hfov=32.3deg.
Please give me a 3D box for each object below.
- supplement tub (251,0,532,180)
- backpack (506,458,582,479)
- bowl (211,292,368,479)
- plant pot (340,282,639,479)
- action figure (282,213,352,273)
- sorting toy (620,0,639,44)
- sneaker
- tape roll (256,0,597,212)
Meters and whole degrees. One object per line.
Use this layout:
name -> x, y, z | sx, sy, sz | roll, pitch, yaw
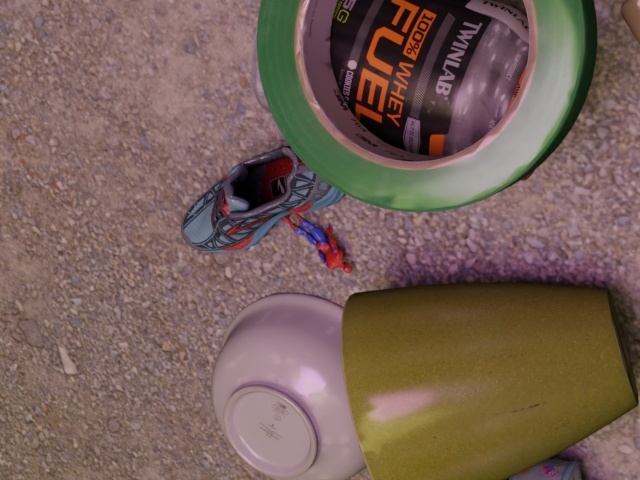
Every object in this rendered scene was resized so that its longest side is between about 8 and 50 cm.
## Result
supplement tub -> 0.100, -0.186, 1.207 | 0.316, 0.193, 0.193 | 20, 121, 18
backpack -> 0.287, 0.368, 1.385 | 0.144, 0.166, 0.188 | 1, 116, 27
bowl -> -0.040, 0.232, 1.519 | 0.298, 0.134, 0.298 | 12, 119, 23
plant pot -> 0.210, 0.160, 1.293 | 0.293, 0.275, 0.275 | -15, 106, 17
action figure -> 0.000, 0.000, 1.449 | 0.115, 0.030, 0.038 | 48, 131, 9
sorting toy -> 0.413, -0.197, 1.067 | 0.196, 0.047, 0.347 | -31, 95, 37
sneaker -> -0.096, -0.063, 1.402 | 0.262, 0.125, 0.104 | -27, 71, 31
tape roll -> 0.098, -0.189, 1.059 | 0.321, 0.077, 0.321 | 4, 100, 23
